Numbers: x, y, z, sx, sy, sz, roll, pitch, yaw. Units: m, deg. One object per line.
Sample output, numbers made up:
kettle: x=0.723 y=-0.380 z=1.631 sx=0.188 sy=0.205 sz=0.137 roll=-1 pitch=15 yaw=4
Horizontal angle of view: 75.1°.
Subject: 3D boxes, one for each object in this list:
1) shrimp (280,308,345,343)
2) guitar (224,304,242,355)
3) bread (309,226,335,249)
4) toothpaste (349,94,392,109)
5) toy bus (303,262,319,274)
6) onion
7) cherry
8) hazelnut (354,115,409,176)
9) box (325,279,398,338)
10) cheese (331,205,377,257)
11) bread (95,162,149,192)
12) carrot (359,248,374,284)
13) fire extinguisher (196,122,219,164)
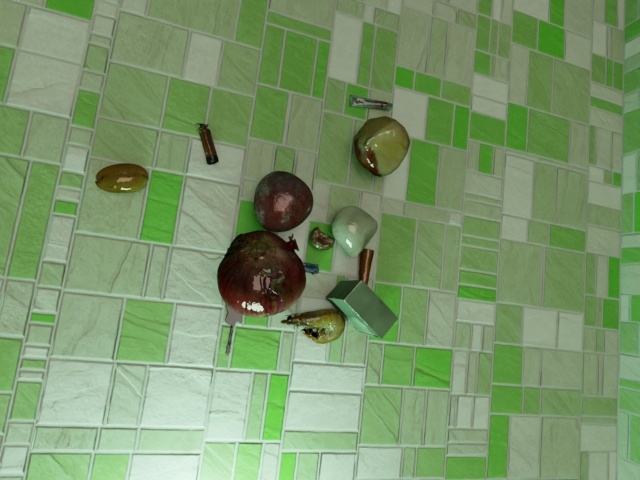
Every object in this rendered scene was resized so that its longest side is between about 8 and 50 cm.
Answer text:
shrimp: x=-0.029 y=0.365 z=1.749 sx=0.287 sy=0.063 sz=0.152 roll=0 pitch=100 yaw=-17
guitar: x=-0.351 y=0.340 z=1.661 sx=0.088 sy=0.025 sz=0.233 roll=12 pitch=81 yaw=-17
bread: x=0.000 y=0.000 z=1.790 sx=0.113 sy=0.060 sz=0.082 roll=38 pitch=74 yaw=-9
toothpaste: x=0.235 y=-0.641 z=1.946 sx=0.205 sy=0.036 sz=0.056 roll=4 pitch=85 yaw=-13
toy bus: x=-0.048 y=0.119 z=1.774 sx=0.083 sy=0.038 sz=0.046 roll=10 pitch=78 yaw=-17
onion: x=-0.218 y=0.120 z=1.583 sx=0.353 sy=0.353 sz=0.354 roll=2 pitch=84 yaw=-17
cherry: x=-0.149 y=-0.165 z=1.676 sx=0.236 sy=0.213 sz=0.285 roll=24 pitch=52 yaw=15
hazelnut: x=0.259 y=-0.418 z=1.815 sx=0.241 sy=0.261 sz=0.261 roll=6 pitch=81 yaw=-48
box: x=0.166 y=0.276 z=1.728 sx=0.225 sy=0.225 sz=0.117 roll=47 pitch=73 yaw=-9
cheese: x=0.140 y=-0.050 z=1.792 sx=0.189 sy=0.154 sz=0.198 roll=39 pitch=72 yaw=-6
bread: x=-0.750 y=-0.236 z=1.571 sx=0.189 sy=0.077 sz=0.114 roll=-9 pitch=91 yaw=-21
carrot: x=0.196 y=0.142 z=1.839 sx=0.061 sy=0.061 sz=0.210 roll=10 pitch=84 yaw=-16
fire extinguisher: x=-0.463 y=-0.400 z=1.693 sx=0.062 sy=0.050 sz=0.177 roll=-17 pitch=88 yaw=20
